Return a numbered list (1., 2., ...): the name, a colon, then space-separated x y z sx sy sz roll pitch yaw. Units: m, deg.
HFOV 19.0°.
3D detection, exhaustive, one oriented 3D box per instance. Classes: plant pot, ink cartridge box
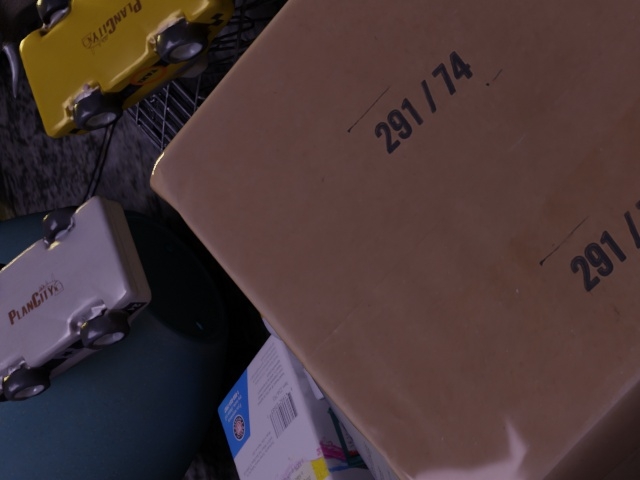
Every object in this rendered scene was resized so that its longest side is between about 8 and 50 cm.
1. plant pot: -0.188 0.086 1.545 0.195 0.290 0.290 -40 69 22
2. ink cartridge box: 0.011 0.190 1.405 0.134 0.078 0.231 -54 49 50

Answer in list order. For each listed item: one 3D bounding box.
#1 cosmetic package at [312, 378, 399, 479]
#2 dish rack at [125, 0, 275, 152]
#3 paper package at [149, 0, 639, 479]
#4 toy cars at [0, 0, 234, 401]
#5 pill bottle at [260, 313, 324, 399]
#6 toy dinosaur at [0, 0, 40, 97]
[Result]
1. cosmetic package: 0.083 0.076 1.178 0.183 0.151 0.151 56 172 23
2. dish rack: -0.094 -0.185 1.434 0.208 0.074 0.271 48 141 34
3. paper package: 0.127 -0.040 0.972 0.325 0.168 0.309 -49 60 14
4. toy cars: -0.150 -0.051 1.362 0.176 0.087 0.393 28 107 38
5. pill bottle: 0.000 0.000 1.337 0.117 0.118 0.208 -32 78 55
6. toy dinosaur: -0.282 -0.298 1.638 0.160 0.121 0.313 25 120 34
